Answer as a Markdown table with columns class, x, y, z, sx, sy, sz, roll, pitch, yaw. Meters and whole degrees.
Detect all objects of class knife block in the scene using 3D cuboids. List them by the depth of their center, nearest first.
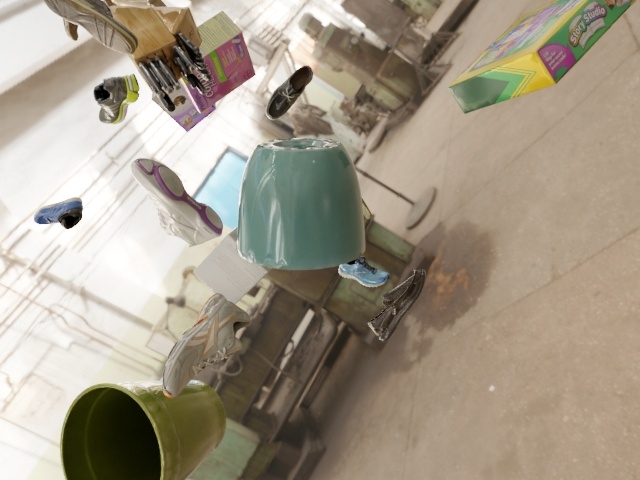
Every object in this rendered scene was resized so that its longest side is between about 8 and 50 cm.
| class | x | y | z | sx | sy | sz | roll | pitch | yaw |
| --- | --- | --- | --- | --- | --- | --- | --- | --- | --- |
| knife block | -0.357 | -0.376 | 1.010 | 0.088 | 0.276 | 0.241 | 76 | -155 | -58 |

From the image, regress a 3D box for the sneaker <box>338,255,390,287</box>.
| class | x | y | z | sx | sy | sz | roll | pitch | yaw |
| --- | --- | --- | --- | --- | --- | --- | --- | --- | --- |
| sneaker | 0.126 | 0.085 | 1.423 | 0.063 | 0.162 | 0.073 | -42 | -40 | -50 |

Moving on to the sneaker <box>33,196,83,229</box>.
| class | x | y | z | sx | sy | sz | roll | pitch | yaw |
| --- | --- | --- | --- | --- | --- | --- | --- | --- | --- |
| sneaker | -0.767 | -0.064 | 1.419 | 0.058 | 0.152 | 0.084 | 72 | 176 | -56 |

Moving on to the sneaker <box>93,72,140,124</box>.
| class | x | y | z | sx | sy | sz | roll | pitch | yaw |
| --- | --- | --- | --- | --- | --- | --- | --- | --- | --- |
| sneaker | -0.752 | -0.506 | 1.730 | 0.121 | 0.110 | 0.300 | -9 | -11 | -40 |

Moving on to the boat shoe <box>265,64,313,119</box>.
| class | x | y | z | sx | sy | sz | roll | pitch | yaw |
| --- | --- | --- | --- | --- | --- | --- | --- | --- | --- |
| boat shoe | -0.115 | -0.535 | 1.749 | 0.233 | 0.084 | 0.079 | -48 | 14 | 4 |

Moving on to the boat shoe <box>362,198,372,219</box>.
| class | x | y | z | sx | sy | sz | roll | pitch | yaw |
| --- | --- | --- | --- | --- | --- | --- | --- | --- | --- |
| boat shoe | 0.080 | -0.145 | 1.531 | 0.073 | 0.223 | 0.080 | -35 | 22 | 6 |

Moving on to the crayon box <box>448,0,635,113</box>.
| class | x | y | z | sx | sy | sz | roll | pitch | yaw |
| --- | --- | --- | --- | --- | --- | --- | --- | --- | --- |
| crayon box | 0.567 | -0.509 | 1.277 | 0.363 | 0.106 | 0.313 | -45 | 18 | -16 |

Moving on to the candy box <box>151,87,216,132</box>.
| class | x | y | z | sx | sy | sz | roll | pitch | yaw |
| --- | --- | --- | --- | --- | --- | --- | --- | --- | --- |
| candy box | -0.548 | -0.563 | 1.953 | 0.165 | 0.196 | 0.070 | -33 | 40 | 15 |

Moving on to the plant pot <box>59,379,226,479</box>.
| class | x | y | z | sx | sy | sz | roll | pitch | yaw |
| --- | --- | --- | --- | --- | --- | --- | --- | --- | --- |
| plant pot | -0.469 | 0.557 | 1.399 | 0.366 | 0.367 | 0.353 | -57 | -22 | 12 |

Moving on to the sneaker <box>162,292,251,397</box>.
| class | x | y | z | sx | sy | sz | roll | pitch | yaw |
| --- | --- | --- | --- | --- | --- | --- | --- | --- | --- |
| sneaker | -0.245 | 0.238 | 1.078 | 0.099 | 0.121 | 0.262 | 107 | -170 | -52 |

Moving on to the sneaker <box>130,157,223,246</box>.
| class | x | y | z | sx | sy | sz | roll | pitch | yaw |
| --- | --- | --- | --- | --- | --- | --- | --- | --- | --- |
| sneaker | -0.410 | -0.087 | 1.314 | 0.152 | 0.305 | 0.114 | -27 | 34 | 21 |

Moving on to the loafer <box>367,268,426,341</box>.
| class | x | y | z | sx | sy | sz | roll | pitch | yaw |
| --- | --- | --- | --- | --- | --- | --- | --- | --- | --- |
| loafer | 0.198 | 0.160 | 1.270 | 0.220 | 0.078 | 0.080 | -57 | -10 | 4 |

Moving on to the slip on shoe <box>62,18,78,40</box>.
| class | x | y | z | sx | sy | sz | roll | pitch | yaw |
| --- | --- | --- | --- | --- | --- | --- | --- | --- | --- |
| slip on shoe | -0.687 | -0.613 | 1.347 | 0.135 | 0.041 | 0.051 | 105 | 162 | -54 |

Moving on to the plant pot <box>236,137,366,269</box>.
| class | x | y | z | sx | sy | sz | roll | pitch | yaw |
| --- | --- | --- | --- | --- | --- | --- | --- | --- | --- |
| plant pot | -0.045 | -0.098 | 1.067 | 0.293 | 0.294 | 0.234 | -88 | -3 | -70 |

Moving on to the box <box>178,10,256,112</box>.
| class | x | y | z | sx | sy | sz | roll | pitch | yaw |
| --- | --- | --- | --- | --- | --- | --- | --- | --- | --- |
| box | -0.360 | -0.582 | 1.599 | 0.243 | 0.117 | 0.213 | -37 | -18 | -8 |

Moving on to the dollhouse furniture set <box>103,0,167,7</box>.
| class | x | y | z | sx | sy | sz | roll | pitch | yaw |
| --- | --- | --- | --- | --- | --- | --- | --- | --- | --- |
| dollhouse furniture set | -0.479 | -0.736 | 1.452 | 0.173 | 0.304 | 0.355 | -62 | -22 | -24 |

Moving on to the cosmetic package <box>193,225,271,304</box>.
| class | x | y | z | sx | sy | sz | roll | pitch | yaw |
| --- | --- | --- | --- | --- | --- | --- | --- | --- | --- |
| cosmetic package | -0.227 | 0.058 | 1.379 | 0.184 | 0.151 | 0.151 | -42 | 7 | 28 |

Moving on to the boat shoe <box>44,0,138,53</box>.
| class | x | y | z | sx | sy | sz | roll | pitch | yaw |
| --- | --- | --- | --- | --- | --- | --- | --- | --- | --- |
| boat shoe | -0.348 | -0.349 | 0.752 | 0.056 | 0.152 | 0.049 | -40 | 21 | 56 |
